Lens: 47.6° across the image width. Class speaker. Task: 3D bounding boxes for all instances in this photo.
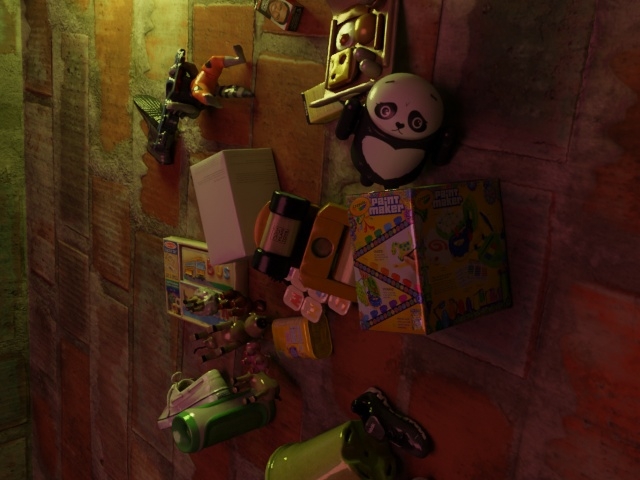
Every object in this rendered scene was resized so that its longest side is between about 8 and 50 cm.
[{"bbox_3d":[-0.279,0.521,2.118,0.131,0.297,0.131,11,105,46],"label":"speaker"}]

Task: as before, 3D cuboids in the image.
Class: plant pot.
[{"bbox_3d":[0.044,0.586,1.830,0.254,0.276,0.276,-44,65,32],"label":"plant pot"}]

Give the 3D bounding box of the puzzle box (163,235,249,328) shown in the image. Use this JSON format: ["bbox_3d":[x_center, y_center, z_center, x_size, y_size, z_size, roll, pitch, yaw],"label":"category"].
[{"bbox_3d":[-0.372,0.142,2.332,0.409,0.052,0.272,9,104,46],"label":"puzzle box"}]

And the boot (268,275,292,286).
[{"bbox_3d":[-0.105,0.067,2.038,0.099,0.045,0.121,26,116,45],"label":"boot"}]

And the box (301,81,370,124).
[{"bbox_3d":[0.053,-0.356,1.776,0.232,0.058,0.087,-16,85,48],"label":"box"}]

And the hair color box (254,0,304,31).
[{"bbox_3d":[-0.110,-0.614,1.915,0.141,0.043,0.072,43,125,33],"label":"hair color box"}]

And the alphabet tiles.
[{"bbox_3d":[-0.004,0.064,1.894,0.278,0.021,0.284,30,105,38],"label":"alphabet tiles"}]

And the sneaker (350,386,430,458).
[{"bbox_3d":[0.161,0.457,1.773,0.234,0.106,0.078,39,125,36],"label":"sneaker"}]

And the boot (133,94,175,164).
[{"bbox_3d":[-0.566,-0.369,2.431,0.246,0.083,0.161,48,134,32],"label":"boot"}]

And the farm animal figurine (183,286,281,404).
[{"bbox_3d":[-0.228,0.292,2.092,0.327,0.172,0.330,-4,96,44],"label":"farm animal figurine"}]

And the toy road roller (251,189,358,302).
[{"bbox_3d":[0.000,0.000,1.787,0.330,0.240,0.202,18,98,2],"label":"toy road roller"}]

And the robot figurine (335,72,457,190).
[{"bbox_3d":[0.161,-0.227,1.570,0.173,0.209,0.278,58,151,28],"label":"robot figurine"}]

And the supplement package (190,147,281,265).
[{"bbox_3d":[-0.222,-0.093,2.033,0.175,0.178,0.292,-17,84,47],"label":"supplement package"}]

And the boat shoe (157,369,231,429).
[{"bbox_3d":[-0.444,0.513,2.417,0.367,0.136,0.156,-36,71,41],"label":"boat shoe"}]

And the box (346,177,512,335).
[{"bbox_3d":[0.228,0.025,1.485,0.177,0.290,0.279,-2,95,48],"label":"box"}]

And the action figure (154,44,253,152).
[{"bbox_3d":[-0.362,-0.402,2.137,0.330,0.179,0.341,-4,69,52],"label":"action figure"}]

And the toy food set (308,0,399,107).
[{"bbox_3d":[0.065,-0.466,1.663,0.220,0.092,0.306,-9,69,47],"label":"toy food set"}]

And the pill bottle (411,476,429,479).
[{"bbox_3d":[0.202,0.653,1.761,0.112,0.112,0.186,56,133,24],"label":"pill bottle"}]

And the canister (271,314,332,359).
[{"bbox_3d":[-0.054,0.265,1.996,0.170,0.073,0.126,-12,87,49],"label":"canister"}]
